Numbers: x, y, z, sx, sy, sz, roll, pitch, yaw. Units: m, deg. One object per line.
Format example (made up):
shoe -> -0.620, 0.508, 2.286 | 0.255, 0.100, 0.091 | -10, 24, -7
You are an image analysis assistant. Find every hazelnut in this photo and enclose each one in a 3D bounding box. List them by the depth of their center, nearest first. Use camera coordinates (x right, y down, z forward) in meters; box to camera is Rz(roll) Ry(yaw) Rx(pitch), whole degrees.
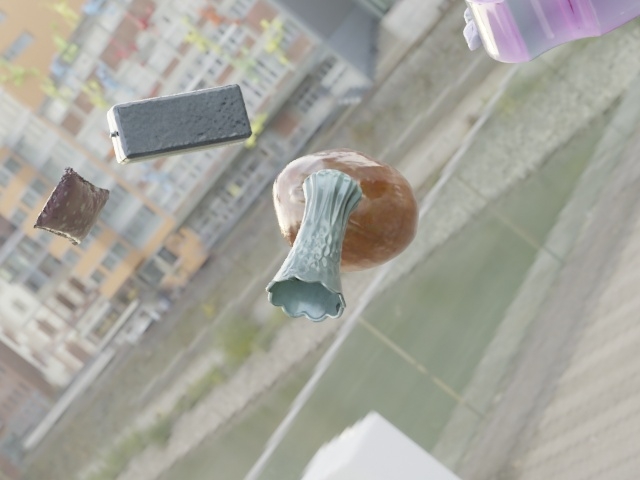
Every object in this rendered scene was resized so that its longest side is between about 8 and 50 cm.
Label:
hazelnut -> 0.030, -0.046, 1.926 | 0.214, 0.214, 0.176 | 147, 133, -73

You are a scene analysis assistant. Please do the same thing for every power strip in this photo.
power strip -> -0.258, -0.208, 2.423 | 0.257, 0.105, 0.070 | -12, -6, -24

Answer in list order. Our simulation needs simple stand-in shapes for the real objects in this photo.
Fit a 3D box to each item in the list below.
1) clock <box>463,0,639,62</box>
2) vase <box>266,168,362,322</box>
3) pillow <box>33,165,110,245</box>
clock -> 0.330, -0.376, 1.817 | 0.339, 0.102, 0.338 | -23, 27, 13
vase -> 0.000, 0.000, 1.361 | 0.081, 0.081, 0.148 | -44, 26, 52
pillow -> -0.398, -0.050, 2.186 | 0.118, 0.043, 0.185 | -58, -14, 0
